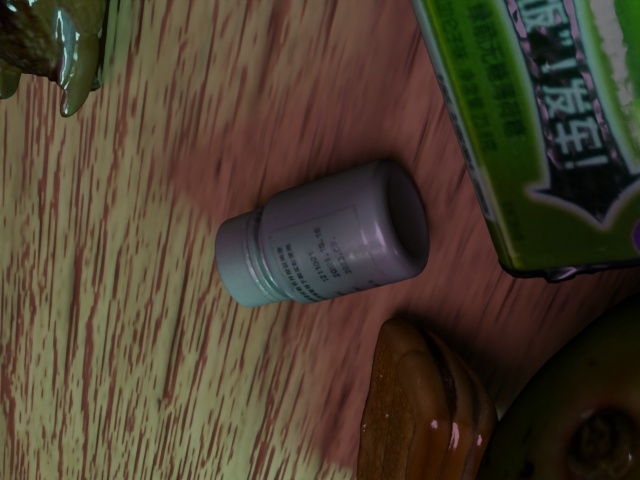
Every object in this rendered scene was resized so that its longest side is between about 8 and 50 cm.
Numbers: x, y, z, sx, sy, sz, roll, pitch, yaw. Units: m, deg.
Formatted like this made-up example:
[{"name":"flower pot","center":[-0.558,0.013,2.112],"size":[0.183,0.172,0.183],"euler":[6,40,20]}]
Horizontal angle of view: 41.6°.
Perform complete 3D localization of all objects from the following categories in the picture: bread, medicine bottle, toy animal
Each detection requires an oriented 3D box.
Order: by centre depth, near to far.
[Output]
[{"name":"toy animal","center":[-0.180,-0.129,0.508],"size":[0.089,0.179,0.188],"euler":[16,148,13]},{"name":"medicine bottle","center":[0.000,0.000,0.563],"size":[0.130,0.080,0.080],"euler":[-16,111,28]},{"name":"bread","center":[0.074,0.160,0.612],"size":[0.077,0.116,0.200],"euler":[0,121,-8]}]

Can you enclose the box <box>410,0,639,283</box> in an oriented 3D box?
[{"name":"box","center":[0.110,-0.148,0.434],"size":[0.134,0.097,0.345],"euler":[-10,114,33]}]

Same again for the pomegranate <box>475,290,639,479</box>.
[{"name":"pomegranate","center":[0.256,0.151,0.494],"size":[0.358,0.216,0.310],"euler":[26,127,-32]}]
